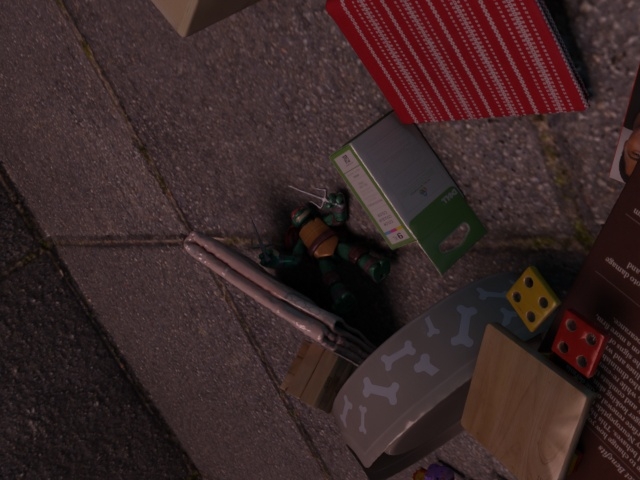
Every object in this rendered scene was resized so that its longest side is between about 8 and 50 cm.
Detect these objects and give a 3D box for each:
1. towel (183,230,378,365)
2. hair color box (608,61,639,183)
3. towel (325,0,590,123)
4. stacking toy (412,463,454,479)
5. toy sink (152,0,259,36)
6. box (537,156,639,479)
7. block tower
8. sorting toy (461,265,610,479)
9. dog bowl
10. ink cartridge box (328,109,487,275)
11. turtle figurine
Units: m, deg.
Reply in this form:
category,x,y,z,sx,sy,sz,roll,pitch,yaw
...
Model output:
category,x,y,z,sx,sy,sz,roll,pitch,yaw
towel,-0.046,0.112,1.308,0.317,0.053,0.332,31,174,28
hair color box,0.336,-0.112,0.730,0.072,0.043,0.141,30,143,32
towel,0.145,-0.214,0.838,0.275,0.031,0.199,6,145,50
stacking toy,0.261,0.462,1.419,0.221,0.052,0.167,25,141,34
toy sink,-0.129,-0.396,0.940,0.131,0.153,0.234,51,150,3
box,0.338,0.107,0.719,0.191,0.143,0.381,49,134,40
block tower,0.067,0.268,1.285,0.091,0.097,0.335,20,168,41
sorting toy,0.215,0.160,0.755,0.132,0.046,0.274,39,129,48
dog bowl,0.167,0.175,0.980,0.102,0.349,0.348,53,151,24
ink cartridge box,0.117,-0.061,1.004,0.209,0.109,0.062,54,149,-5
turtle figurine,0.000,0.000,1.222,0.234,0.118,0.175,46,109,28
